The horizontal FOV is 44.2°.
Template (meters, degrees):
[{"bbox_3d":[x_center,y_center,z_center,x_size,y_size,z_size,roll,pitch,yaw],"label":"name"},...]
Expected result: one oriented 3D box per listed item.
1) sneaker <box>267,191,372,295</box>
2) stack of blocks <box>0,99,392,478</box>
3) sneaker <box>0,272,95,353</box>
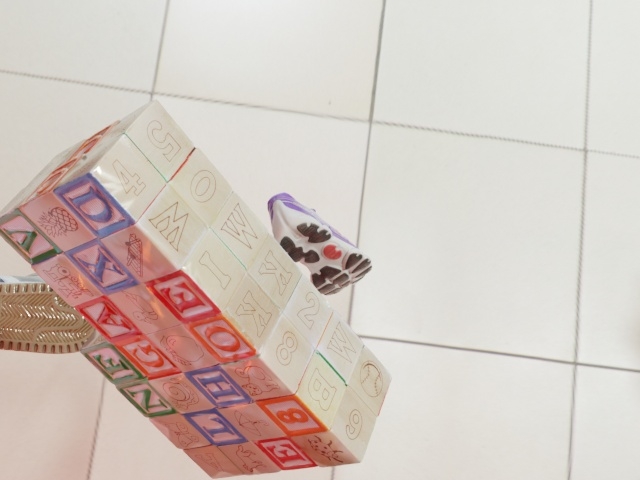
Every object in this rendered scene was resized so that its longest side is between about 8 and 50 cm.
[{"bbox_3d":[0.000,0.000,0.835,0.068,0.170,0.071,-31,52,8],"label":"sneaker"},{"bbox_3d":[-0.102,0.056,0.609,0.297,0.171,0.087,52,42,-24],"label":"stack of blocks"},{"bbox_3d":[-0.383,0.068,0.868,0.282,0.153,0.099,12,86,-16],"label":"sneaker"}]
